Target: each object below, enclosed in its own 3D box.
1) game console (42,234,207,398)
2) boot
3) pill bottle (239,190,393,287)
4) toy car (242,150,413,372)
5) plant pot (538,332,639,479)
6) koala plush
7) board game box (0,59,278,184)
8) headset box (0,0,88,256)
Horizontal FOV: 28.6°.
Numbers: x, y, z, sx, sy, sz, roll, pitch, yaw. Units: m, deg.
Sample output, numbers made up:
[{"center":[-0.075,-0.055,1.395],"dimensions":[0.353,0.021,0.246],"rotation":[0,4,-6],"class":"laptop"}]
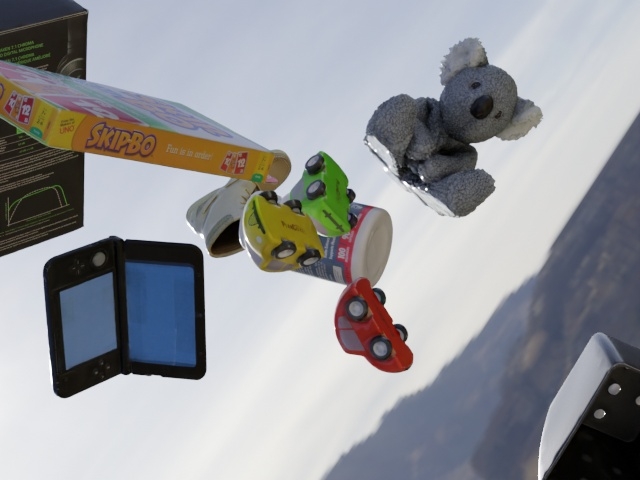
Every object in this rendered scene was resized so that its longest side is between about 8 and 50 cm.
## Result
[{"center":[-0.153,0.064,0.989],"dimensions":[0.107,0.071,0.122],"rotation":[-23,-58,-44],"class":"game console"},{"center":[-0.122,-0.061,2.146],"dimensions":[0.213,0.077,0.165],"rotation":[-35,28,-3],"class":"boot"},{"center":[-0.008,-0.006,1.613],"dimensions":[0.108,0.180,0.108],"rotation":[13,-90,-68],"class":"pill bottle"},{"center":[0.000,0.000,1.208],"dimensions":[0.053,0.239,0.225],"rotation":[-31,32,22],"class":"toy car"},{"center":[0.375,0.220,1.522],"dimensions":[0.167,0.187,0.188],"rotation":[-91,26,-69],"class":"plant pot"},{"center":[0.191,-0.167,1.781],"dimensions":[0.221,0.196,0.203],"rotation":[-47,4,-5],"class":"koala plush"},{"center":[-0.148,-0.091,0.983],"dimensions":[0.259,0.124,0.039],"rotation":[11,-75,-54],"class":"board game box"},{"center":[-0.363,-0.167,1.305],"dimensions":[0.131,0.246,0.283],"rotation":[-23,-44,-36],"class":"headset box"}]
